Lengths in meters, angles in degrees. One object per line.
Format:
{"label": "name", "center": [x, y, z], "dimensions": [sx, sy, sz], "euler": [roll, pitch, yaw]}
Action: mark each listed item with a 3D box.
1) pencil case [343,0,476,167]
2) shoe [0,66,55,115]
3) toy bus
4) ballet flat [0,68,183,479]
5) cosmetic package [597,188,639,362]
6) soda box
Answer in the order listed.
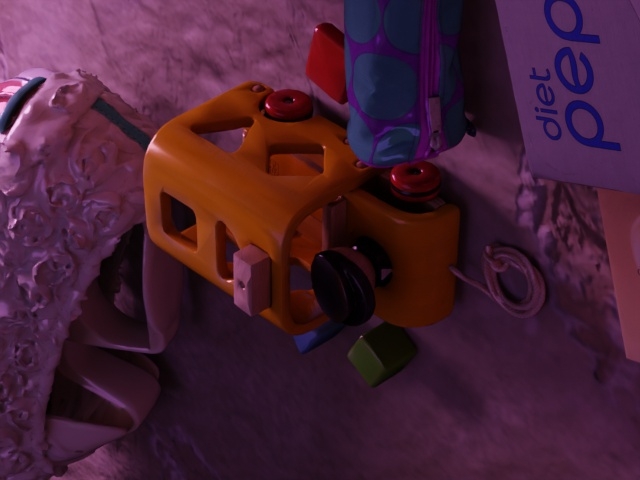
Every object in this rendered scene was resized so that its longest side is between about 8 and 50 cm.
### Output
{"label": "pencil case", "center": [0.043, -0.111, 0.929], "dimensions": [0.070, 0.064, 0.151], "euler": [46, 148, 47]}
{"label": "shoe", "center": [-0.236, -0.073, 1.304], "dimensions": [0.178, 0.081, 0.063], "euler": [1, 115, 52]}
{"label": "toy bus", "center": [-0.008, -0.001, 1.042], "dimensions": [0.191, 0.104, 0.202], "euler": [60, 147, 0]}
{"label": "ballet flat", "center": [-0.167, 0.065, 1.284], "dimensions": [0.147, 0.147, 0.409], "euler": [43, 143, 23]}
{"label": "cosmetic package", "center": [0.166, 0.003, 0.876], "dimensions": [0.060, 0.041, 0.115], "euler": [12, 124, 48]}
{"label": "soda box", "center": [0.121, -0.164, 0.764], "dimensions": [0.098, 0.091, 0.286], "euler": [13, 125, 47]}
